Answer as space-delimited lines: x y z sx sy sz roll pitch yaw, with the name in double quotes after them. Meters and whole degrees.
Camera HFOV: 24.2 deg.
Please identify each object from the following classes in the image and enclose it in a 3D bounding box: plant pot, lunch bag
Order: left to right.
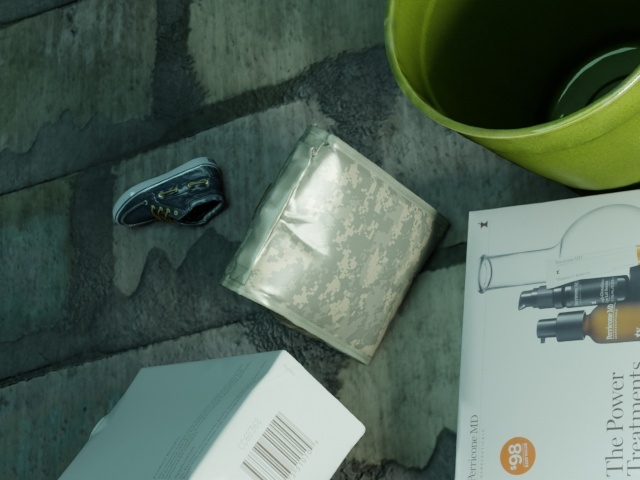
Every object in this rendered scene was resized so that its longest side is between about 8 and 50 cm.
0.000 0.000 1.927 0.169 0.287 0.235 27 85 36 "lunch bag"
0.320 -0.217 1.793 0.366 0.353 0.366 -13 62 26 "plant pot"

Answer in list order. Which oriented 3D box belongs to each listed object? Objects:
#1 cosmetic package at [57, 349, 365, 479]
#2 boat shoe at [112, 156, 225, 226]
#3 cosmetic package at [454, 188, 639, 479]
-0.149 0.270 1.848 0.217 0.156 0.385 -53 20 -25 "cosmetic package"
-0.228 -0.051 2.224 0.183 0.065 0.083 -28 55 16 "boat shoe"
0.315 0.134 1.799 0.284 0.097 0.377 -9 64 31 "cosmetic package"
